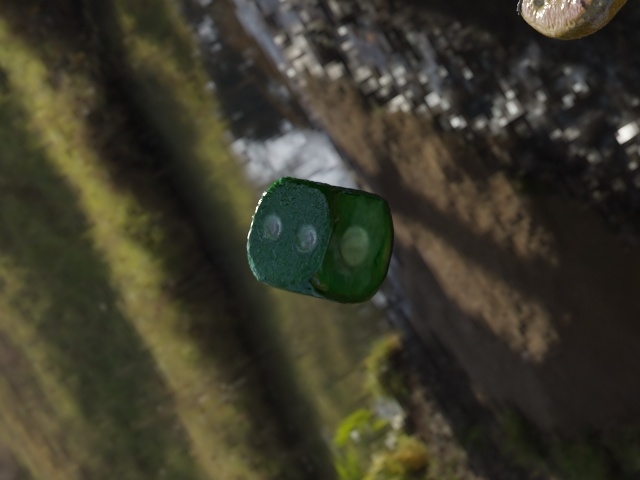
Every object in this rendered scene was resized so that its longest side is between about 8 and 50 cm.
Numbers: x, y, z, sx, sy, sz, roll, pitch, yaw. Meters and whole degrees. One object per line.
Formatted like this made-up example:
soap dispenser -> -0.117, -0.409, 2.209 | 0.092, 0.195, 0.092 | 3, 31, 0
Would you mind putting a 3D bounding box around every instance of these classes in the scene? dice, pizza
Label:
dice -> 0.000, 0.000, 1.851 | 0.120, 0.130, 0.128 | 11, -179, 37
pizza -> 0.242, -0.255, 1.551 | 0.178, 0.041, 0.130 | 147, 119, -63
